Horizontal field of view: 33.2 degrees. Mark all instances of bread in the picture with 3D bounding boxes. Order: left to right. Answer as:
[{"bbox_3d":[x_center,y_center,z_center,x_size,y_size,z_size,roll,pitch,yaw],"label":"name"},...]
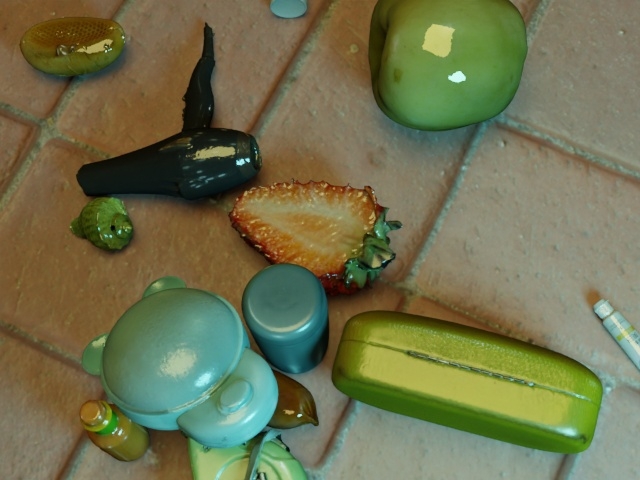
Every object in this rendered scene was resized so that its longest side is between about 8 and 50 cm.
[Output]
[{"bbox_3d":[-0.423,-0.332,1.845,0.189,0.077,0.114,1,49,7],"label":"bread"}]

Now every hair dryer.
[{"bbox_3d":[-0.237,-0.218,1.791,0.303,0.120,0.360,-7,57,18],"label":"hair dryer"}]

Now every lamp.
[{"bbox_3d":[-0.183,0.173,1.478,0.284,0.147,0.209,39,71,17],"label":"lamp"}]

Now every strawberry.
[{"bbox_3d":[0.000,0.000,1.663,0.286,0.106,0.188,18,66,25],"label":"strawberry"}]

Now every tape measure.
[{"bbox_3d":[-0.104,0.358,1.523,0.175,0.106,0.200,-9,68,4],"label":"tape measure"}]

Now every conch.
[{"bbox_3d":[-0.349,-0.029,1.728,0.121,0.074,0.089,5,62,30],"label":"conch"}]

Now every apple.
[{"bbox_3d":[0.193,-0.288,1.680,0.262,0.262,0.262,-2,68,5],"label":"apple"}]

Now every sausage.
[{"bbox_3d":[-0.161,0.204,1.595,0.348,0.097,0.094,15,78,10],"label":"sausage"}]

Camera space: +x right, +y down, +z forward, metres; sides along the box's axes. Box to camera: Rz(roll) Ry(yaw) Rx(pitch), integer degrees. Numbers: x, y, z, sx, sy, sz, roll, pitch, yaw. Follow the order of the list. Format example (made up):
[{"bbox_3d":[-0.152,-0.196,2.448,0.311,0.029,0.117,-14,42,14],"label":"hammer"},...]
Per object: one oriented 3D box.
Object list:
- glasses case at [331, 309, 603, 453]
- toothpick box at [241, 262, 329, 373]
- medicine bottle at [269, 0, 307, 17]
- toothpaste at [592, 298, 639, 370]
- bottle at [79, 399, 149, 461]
[{"bbox_3d":[0.208,0.192,1.522,0.371,0.173,0.141,14,71,8],"label":"glasses case"},{"bbox_3d":[-0.045,0.121,1.572,0.120,0.184,0.120,-2,63,5],"label":"toothpick box"},{"bbox_3d":[-0.053,-0.484,1.872,0.119,0.069,0.183,-1,67,4],"label":"medicine bottle"},{"bbox_3d":[0.473,0.165,1.587,0.048,0.031,0.190,-34,72,-12],"label":"toothpaste"},{"bbox_3d":[-0.299,0.266,1.535,0.069,0.187,0.069,-2,66,5],"label":"bottle"}]
